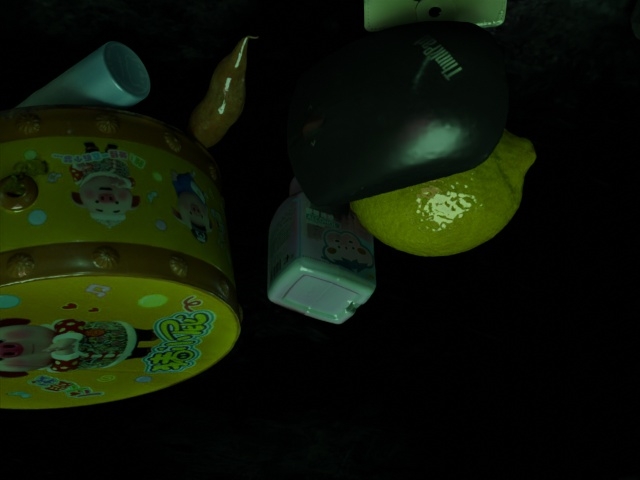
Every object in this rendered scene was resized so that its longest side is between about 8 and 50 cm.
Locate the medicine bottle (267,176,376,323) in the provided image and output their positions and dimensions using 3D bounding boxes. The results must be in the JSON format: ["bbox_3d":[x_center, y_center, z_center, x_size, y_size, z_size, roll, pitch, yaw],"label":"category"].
[{"bbox_3d":[0.000,0.000,1.227,0.119,0.188,0.094,21,134,-23],"label":"medicine bottle"}]

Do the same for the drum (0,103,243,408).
[{"bbox_3d":[-0.309,0.041,1.176,0.431,0.214,0.431,-9,152,-5],"label":"drum"}]

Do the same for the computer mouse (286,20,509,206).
[{"bbox_3d":[0.067,-0.140,1.041,0.269,0.170,0.100,-17,159,39],"label":"computer mouse"}]

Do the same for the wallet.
[{"bbox_3d":[0.123,-0.276,1.031,0.155,0.039,0.110,-3,135,1],"label":"wallet"}]

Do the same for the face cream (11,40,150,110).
[{"bbox_3d":[-0.315,-0.143,1.140,0.250,0.077,0.077,-26,133,28],"label":"face cream"}]

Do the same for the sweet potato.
[{"bbox_3d":[-0.114,-0.169,1.137,0.056,0.056,0.195,16,132,-19],"label":"sweet potato"}]

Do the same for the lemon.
[{"bbox_3d":[0.139,-0.072,1.155,0.244,0.187,0.187,-12,138,25],"label":"lemon"}]

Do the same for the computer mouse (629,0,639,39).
[{"bbox_3d":[0.405,-0.271,1.034,0.099,0.057,0.172,18,147,-23],"label":"computer mouse"}]
